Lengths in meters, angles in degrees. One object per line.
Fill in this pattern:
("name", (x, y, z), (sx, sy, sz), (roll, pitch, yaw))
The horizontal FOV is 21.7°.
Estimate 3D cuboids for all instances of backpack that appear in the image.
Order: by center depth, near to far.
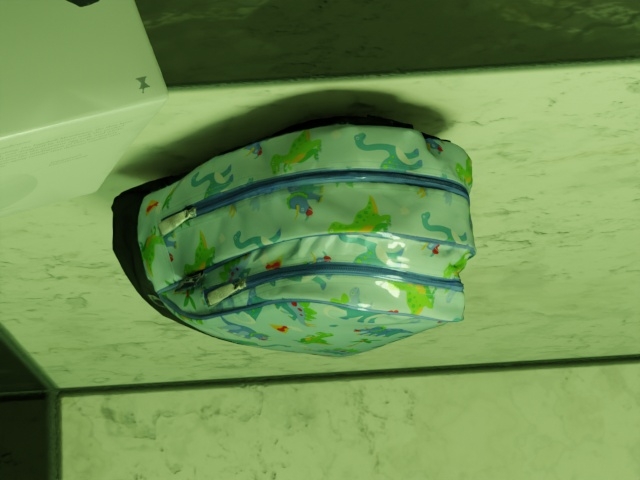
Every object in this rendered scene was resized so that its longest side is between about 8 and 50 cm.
("backpack", (0.000, 0.000, 1.652), (0.290, 0.273, 0.355), (18, 142, -36))

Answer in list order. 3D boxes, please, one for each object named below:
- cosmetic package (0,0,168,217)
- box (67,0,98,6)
("cosmetic package", (-0.266, -0.104, 1.272), (0.224, 0.138, 0.225), (-17, 172, -26))
("box", (-0.105, -0.232, 0.918), (0.156, 0.158, 0.093), (-13, 162, 30))
